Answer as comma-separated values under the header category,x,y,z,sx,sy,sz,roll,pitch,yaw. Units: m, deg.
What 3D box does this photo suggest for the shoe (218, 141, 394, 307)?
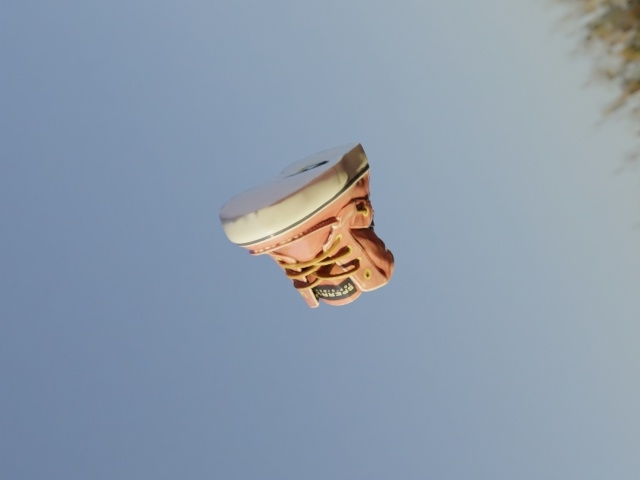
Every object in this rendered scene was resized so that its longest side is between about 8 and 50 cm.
category,x,y,z,sx,sy,sz,roll,pitch,yaw
shoe,0.000,0.000,1.019,0.178,0.063,0.081,-41,-67,-71
